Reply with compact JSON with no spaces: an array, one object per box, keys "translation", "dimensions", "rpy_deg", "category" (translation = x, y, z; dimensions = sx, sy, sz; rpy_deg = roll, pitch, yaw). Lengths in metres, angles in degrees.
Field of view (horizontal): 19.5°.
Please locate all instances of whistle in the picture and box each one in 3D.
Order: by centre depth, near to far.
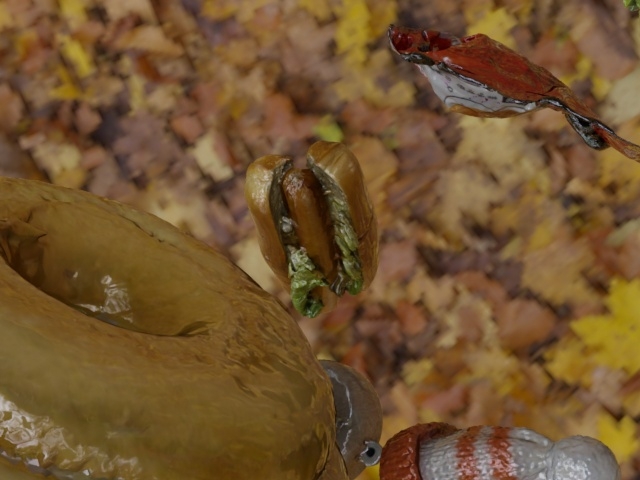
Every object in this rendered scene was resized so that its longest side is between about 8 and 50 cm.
[{"translation":[-0.031,0.133,1.502],"dimensions":[0.220,0.057,0.107],"rpy_deg":[24,85,43],"category":"whistle"}]

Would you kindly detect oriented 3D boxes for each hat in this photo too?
[{"translation":[0.133,0.163,1.307],"dimensions":[0.162,0.112,0.093],"rpy_deg":[-18,75,29],"category":"hat"}]

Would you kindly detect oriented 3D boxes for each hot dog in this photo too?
[{"translation":[0.000,0.000,2.069],"dimensions":[0.337,0.135,0.100],"rpy_deg":[76,177,-64],"category":"hot dog"}]

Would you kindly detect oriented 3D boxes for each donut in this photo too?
[{"translation":[-0.182,0.102,1.290],"dimensions":[0.449,0.449,0.198],"rpy_deg":[32,107,19],"category":"donut"}]

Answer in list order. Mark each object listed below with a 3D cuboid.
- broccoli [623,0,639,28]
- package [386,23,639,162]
[{"translation":[0.280,-0.127,0.838],"dimensions":[0.288,0.235,0.260],"rpy_deg":[43,123,21],"category":"broccoli"},{"translation":[0.179,-0.125,1.606],"dimensions":[0.269,0.194,0.071],"rpy_deg":[20,103,1],"category":"package"}]
